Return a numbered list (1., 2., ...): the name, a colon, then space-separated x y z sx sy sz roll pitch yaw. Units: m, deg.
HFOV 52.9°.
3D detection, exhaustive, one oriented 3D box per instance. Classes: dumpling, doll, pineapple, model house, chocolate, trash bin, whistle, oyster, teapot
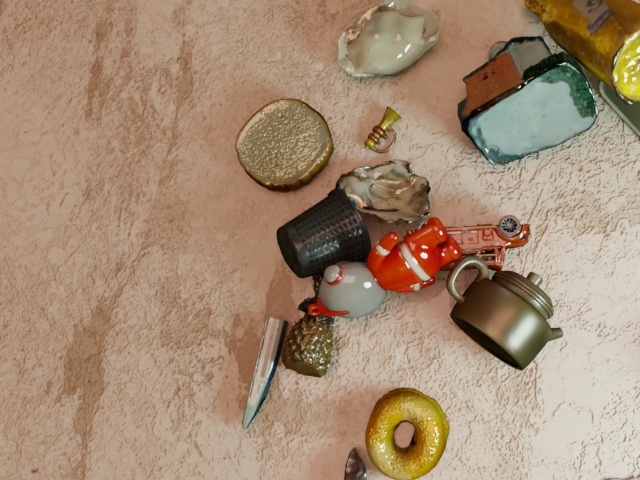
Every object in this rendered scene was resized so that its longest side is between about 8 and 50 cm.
1. dumpling: 0.151 -0.472 1.506 0.250 0.132 0.162 -21 77 7
2. doll: 0.117 0.072 1.311 0.336 0.200 0.105 -31 46 16
3. pineapple: -0.005 0.169 1.416 0.125 0.125 0.251 8 69 14
4. model house: 0.435 -0.342 1.412 0.253 0.184 0.291 -29 39 28
5. chocolate: 0.542 -0.436 1.315 0.162 0.162 0.445 -28 37 5
6. trash bin: 0.000 0.000 1.379 0.161 0.175 0.175 -27 72 -18
7. whistle: 0.149 -0.253 1.512 0.109 0.057 0.046 -57 28 5
8. oyster: 0.138 -0.095 1.425 0.214 0.083 0.223 -7 39 4
9. teapot: 0.371 0.130 1.287 0.268 0.185 0.175 41 82 -7

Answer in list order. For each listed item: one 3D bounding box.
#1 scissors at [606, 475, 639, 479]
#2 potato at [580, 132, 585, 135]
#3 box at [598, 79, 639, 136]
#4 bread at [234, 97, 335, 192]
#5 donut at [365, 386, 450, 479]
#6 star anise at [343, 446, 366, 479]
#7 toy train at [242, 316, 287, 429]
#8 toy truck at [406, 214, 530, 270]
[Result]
1. scissors: 0.630 0.462 1.249 0.100 0.015 0.189 43 87 16
2. potato: 0.550 -0.259 1.416 0.083 0.040 0.051 19 87 17
3. box: 0.741 -0.303 1.345 0.178 0.138 0.274 -31 73 -5
4. bread: -0.083 -0.226 1.534 0.236 0.070 0.236 -3 78 12
5. donut: 0.173 0.401 1.330 0.174 0.074 0.190 35 87 17
6. star anise: 0.048 0.584 1.300 0.257 0.110 0.198 -44 72 -7
7. toy train: -0.124 0.297 1.433 0.048 0.055 0.251 12 81 5
8. toy truck: 0.316 0.011 1.372 0.253 0.107 0.114 -2 86 15
